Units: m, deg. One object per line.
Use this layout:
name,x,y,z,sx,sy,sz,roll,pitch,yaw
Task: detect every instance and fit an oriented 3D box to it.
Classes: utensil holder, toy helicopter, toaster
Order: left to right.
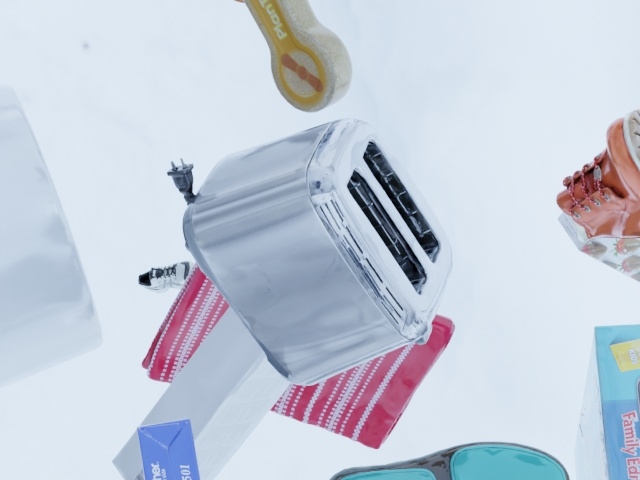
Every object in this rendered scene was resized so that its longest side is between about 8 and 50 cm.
utensil holder,-0.458,0.036,1.679,0.385,0.327,0.328,-20,73,-11
toy helicopter,-0.084,-0.280,1.553,0.140,0.235,0.355,-26,89,-46
toaster,0.000,0.000,1.257,0.146,0.227,0.129,-19,26,33

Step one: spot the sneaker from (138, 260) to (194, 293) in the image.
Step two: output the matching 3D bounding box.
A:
sneaker,-0.190,0.044,1.964,0.083,0.037,0.032,-25,58,39

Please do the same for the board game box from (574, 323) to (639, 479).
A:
board game box,0.296,0.260,1.510,0.079,0.336,0.254,-3,64,4

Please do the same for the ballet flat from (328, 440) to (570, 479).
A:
ballet flat,0.106,0.216,1.387,0.213,0.068,0.072,-5,70,-2

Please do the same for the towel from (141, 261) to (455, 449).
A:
towel,-0.022,0.110,1.637,0.274,0.199,0.031,19,36,-16

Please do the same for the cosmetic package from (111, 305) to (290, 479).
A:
cosmetic package,-0.089,0.140,1.497,0.060,0.099,0.239,49,116,25

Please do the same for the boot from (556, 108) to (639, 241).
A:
boot,0.208,-0.039,1.146,0.084,0.158,0.059,-7,64,13

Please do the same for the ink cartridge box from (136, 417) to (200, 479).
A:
ink cartridge box,-0.118,0.220,1.334,0.046,0.207,0.097,-9,71,-5

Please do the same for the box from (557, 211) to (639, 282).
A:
box,0.401,0.027,1.802,0.063,0.324,0.067,-50,36,21
